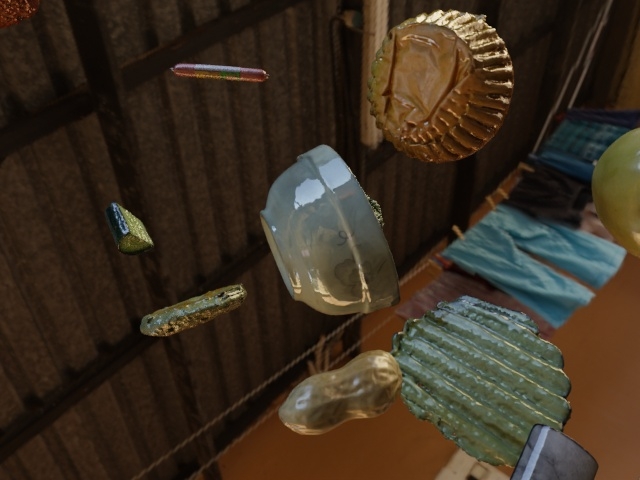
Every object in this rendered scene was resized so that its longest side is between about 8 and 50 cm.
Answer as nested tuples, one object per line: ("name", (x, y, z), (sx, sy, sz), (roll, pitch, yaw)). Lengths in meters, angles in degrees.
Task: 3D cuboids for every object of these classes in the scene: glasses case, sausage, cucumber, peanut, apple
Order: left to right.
("cucumber", (-0.452, -0.020, 1.654), (0.062, 0.115, 0.116), (-34, -33, 4))
("sausage", (-0.224, -0.373, 1.576), (0.029, 0.223, 0.029), (4, -90, -89))
("peanut", (0.047, 0.287, 1.318), (0.256, 0.123, 0.124), (-18, -48, -26))
("glasses case", (0.273, 0.398, 0.939), (0.299, 0.114, 0.060), (-55, 9, -27))
("apple", (0.612, -0.080, 1.235), (0.262, 0.262, 0.262), (-36, -38, -35))

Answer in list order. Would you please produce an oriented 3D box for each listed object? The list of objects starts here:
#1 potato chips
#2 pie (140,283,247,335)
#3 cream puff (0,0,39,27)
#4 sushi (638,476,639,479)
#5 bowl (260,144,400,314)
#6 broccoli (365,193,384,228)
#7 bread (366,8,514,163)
("potato chips", (0.365, 0.295, 1.596), (0.358, 0.429, 0.070), (-46, -33, -22))
("pie", (-0.326, 0.185, 1.868), (0.306, 0.306, 0.071), (-23, -85, -47))
("cream puff", (-0.540, -0.431, 1.081), (0.164, 0.240, 0.240), (-49, -29, -45))
("sushi", (0.624, 0.489, 1.218), (0.040, 0.193, 0.210), (-19, -44, -27))
("bowl", (0.000, 0.000, 1.226), (0.163, 0.307, 0.307), (-22, -40, -7))
("broccoli", (0.088, -0.053, 1.861), (0.195, 0.156, 0.195), (5, -90, -74))
("bread", (0.175, -0.231, 1.083), (0.139, 0.240, 0.240), (-31, -39, -59))
